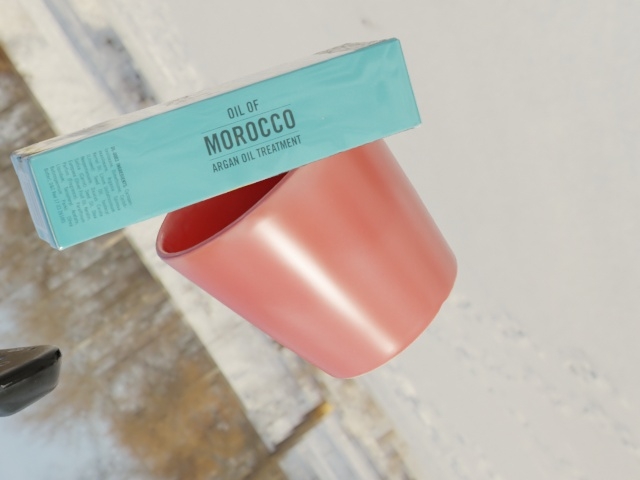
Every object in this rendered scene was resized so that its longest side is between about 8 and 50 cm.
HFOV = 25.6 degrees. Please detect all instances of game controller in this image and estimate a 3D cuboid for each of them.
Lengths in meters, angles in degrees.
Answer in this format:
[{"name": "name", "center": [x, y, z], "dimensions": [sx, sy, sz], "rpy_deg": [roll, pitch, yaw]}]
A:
[{"name": "game controller", "center": [-0.358, 0.140, 1.261], "dimensions": [0.319, 0.166, 0.067], "rpy_deg": [-9, 112, 51]}]

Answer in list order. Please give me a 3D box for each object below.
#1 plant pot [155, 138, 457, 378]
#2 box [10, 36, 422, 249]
[{"name": "plant pot", "center": [0.000, 0.000, 1.522], "dimensions": [0.243, 0.275, 0.275], "rpy_deg": [45, -179, -20]}, {"name": "box", "center": [-0.067, -0.065, 0.897], "dimensions": [0.100, 0.244, 0.060], "rpy_deg": [-164, 55, -71]}]
